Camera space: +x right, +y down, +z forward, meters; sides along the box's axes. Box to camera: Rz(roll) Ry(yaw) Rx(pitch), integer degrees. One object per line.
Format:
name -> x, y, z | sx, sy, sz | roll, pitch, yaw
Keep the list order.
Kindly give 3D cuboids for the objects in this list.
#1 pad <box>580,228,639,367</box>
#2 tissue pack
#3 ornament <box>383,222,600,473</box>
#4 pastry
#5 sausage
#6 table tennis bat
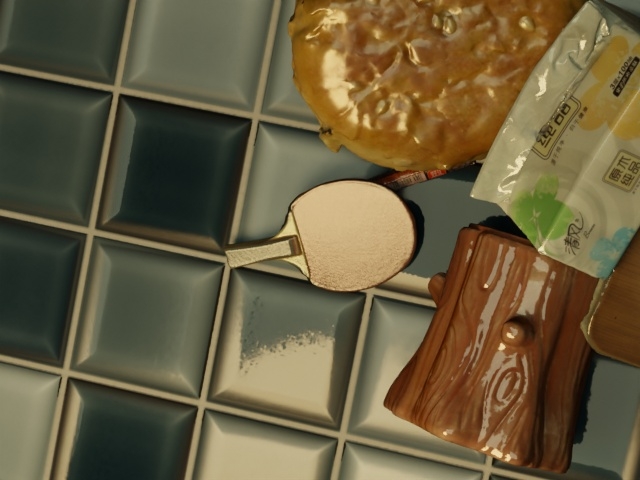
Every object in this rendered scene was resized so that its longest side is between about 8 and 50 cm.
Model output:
pad -> 0.426, 0.018, 1.721 | 0.287, 0.018, 0.284 | 20, 97, -26
tissue pack -> 0.254, -0.109, 1.644 | 0.145, 0.159, 0.229 | 19, 110, -28
ornament -> 0.193, 0.108, 1.768 | 0.221, 0.235, 0.217 | 19, 91, 39
pastry -> 0.118, -0.223, 1.770 | 0.316, 0.184, 0.284 | -29, 105, 8
sausage -> 0.084, -0.065, 1.866 | 0.198, 0.025, 0.028 | -21, 119, 12
table tennis bat -> 0.000, 0.000, 1.874 | 0.220, 0.019, 0.130 | -11, 107, 15
